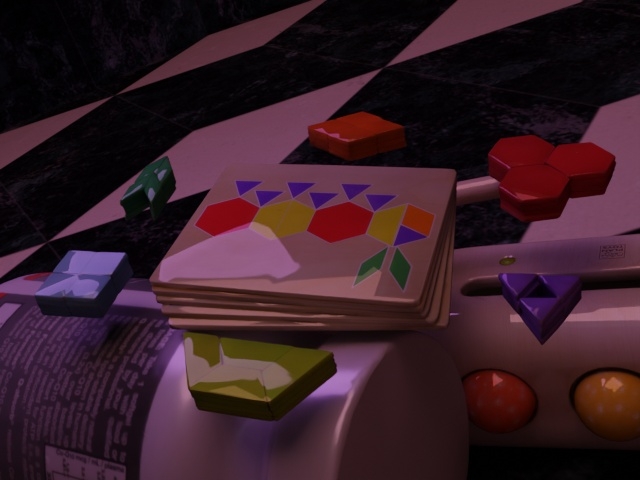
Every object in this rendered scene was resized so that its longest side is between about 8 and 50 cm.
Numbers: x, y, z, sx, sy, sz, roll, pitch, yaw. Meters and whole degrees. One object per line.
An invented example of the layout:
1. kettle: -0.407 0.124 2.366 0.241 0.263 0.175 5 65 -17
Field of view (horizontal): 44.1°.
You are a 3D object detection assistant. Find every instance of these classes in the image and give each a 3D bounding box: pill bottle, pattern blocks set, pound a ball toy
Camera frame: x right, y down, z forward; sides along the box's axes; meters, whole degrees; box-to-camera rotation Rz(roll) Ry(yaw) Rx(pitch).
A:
1. pill bottle: -0.097 0.134 0.566 0.363 0.210 0.210 2 35 35
2. pattern blocks set: 0.000 0.000 0.503 0.325 0.026 0.285 9 41 25
3. pound a ball toy: 0.174 0.051 0.544 0.319 0.208 0.135 -5 31 24
